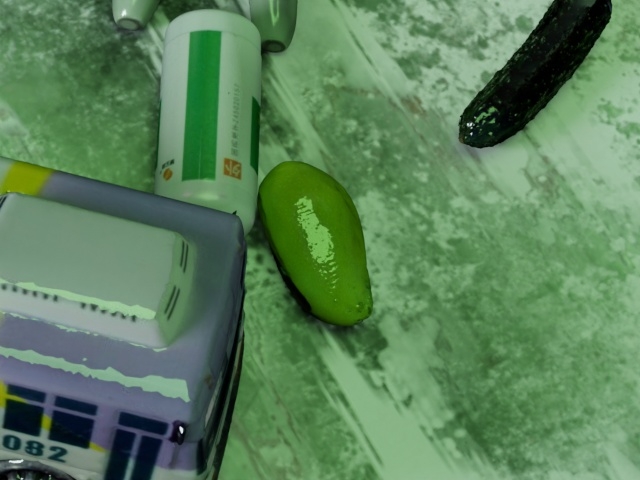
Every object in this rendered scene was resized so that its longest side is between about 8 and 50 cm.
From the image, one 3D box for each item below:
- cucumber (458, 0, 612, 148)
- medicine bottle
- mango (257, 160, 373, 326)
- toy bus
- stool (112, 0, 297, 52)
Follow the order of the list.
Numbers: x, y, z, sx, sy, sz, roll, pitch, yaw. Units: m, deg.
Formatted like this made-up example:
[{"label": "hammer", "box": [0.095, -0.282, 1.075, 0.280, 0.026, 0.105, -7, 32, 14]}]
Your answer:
[{"label": "cucumber", "box": [0.212, -0.169, 1.770, 0.067, 0.067, 0.245, 34, 65, 6]}, {"label": "medicine bottle", "box": [-0.103, -0.081, 1.640, 0.095, 0.095, 0.260, 6, 62, -9]}, {"label": "mango", "box": [0.000, 0.000, 1.632, 0.091, 0.074, 0.165, -21, 70, -22]}, {"label": "toy bus", "box": [-0.272, 0.057, 1.434, 0.440, 0.249, 0.209, 15, 54, -4]}, {"label": "stool", "box": [-0.097, -0.308, 1.703, 0.195, 0.195, 0.198, 10, 67, -7]}]
